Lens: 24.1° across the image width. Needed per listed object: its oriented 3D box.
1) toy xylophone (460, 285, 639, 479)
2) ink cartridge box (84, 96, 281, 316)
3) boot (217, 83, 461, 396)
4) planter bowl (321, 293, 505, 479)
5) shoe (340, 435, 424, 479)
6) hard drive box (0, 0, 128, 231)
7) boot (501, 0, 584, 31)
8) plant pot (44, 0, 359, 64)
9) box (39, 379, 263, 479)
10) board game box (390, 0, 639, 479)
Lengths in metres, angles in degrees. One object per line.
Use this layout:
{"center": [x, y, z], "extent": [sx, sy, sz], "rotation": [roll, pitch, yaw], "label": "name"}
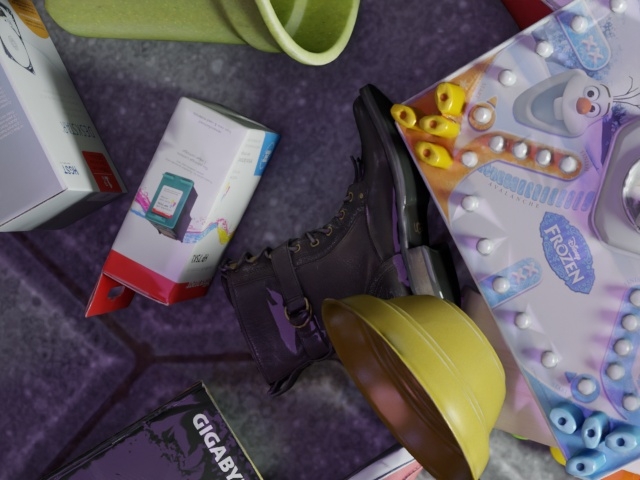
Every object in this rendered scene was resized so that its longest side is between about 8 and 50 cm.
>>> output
{"center": [0.268, 0.114, 1.402], "extent": [0.322, 0.081, 0.236], "rotation": [25, 96, 10], "label": "toy xylophone"}
{"center": [-0.133, -0.018, 1.456], "extent": [0.078, 0.134, 0.231], "rotation": [27, 97, 10], "label": "ink cartridge box"}
{"center": [0.000, 0.000, 1.454], "extent": [0.229, 0.091, 0.263], "rotation": [-19, 76, 22], "label": "boot"}
{"center": [0.100, 0.115, 1.336], "extent": [0.090, 0.217, 0.217], "rotation": [-36, 84, -14], "label": "planter bowl"}
{"center": [0.062, 0.256, 1.462], "extent": [0.178, 0.063, 0.081], "rotation": [-35, 86, 16], "label": "shoe"}
{"center": [-0.302, -0.129, 1.465], "extent": [0.089, 0.181, 0.232], "rotation": [-27, 87, 10], "label": "hard drive box"}
{"center": [0.203, -0.143, 1.409], "extent": [0.244, 0.088, 0.176], "rotation": [45, 101, 4], "label": "boot"}
{"center": [-0.127, -0.291, 1.401], "extent": [0.253, 0.276, 0.276], "rotation": [-3, 91, 23], "label": "plant pot"}
{"center": [-0.140, 0.339, 1.458], "extent": [0.257, 0.079, 0.322], "rotation": [-31, 85, -7], "label": "box"}
{"center": [0.300, -0.040, 1.295], "extent": [0.390, 0.050, 0.390], "rotation": [-30, 79, 21], "label": "board game box"}
